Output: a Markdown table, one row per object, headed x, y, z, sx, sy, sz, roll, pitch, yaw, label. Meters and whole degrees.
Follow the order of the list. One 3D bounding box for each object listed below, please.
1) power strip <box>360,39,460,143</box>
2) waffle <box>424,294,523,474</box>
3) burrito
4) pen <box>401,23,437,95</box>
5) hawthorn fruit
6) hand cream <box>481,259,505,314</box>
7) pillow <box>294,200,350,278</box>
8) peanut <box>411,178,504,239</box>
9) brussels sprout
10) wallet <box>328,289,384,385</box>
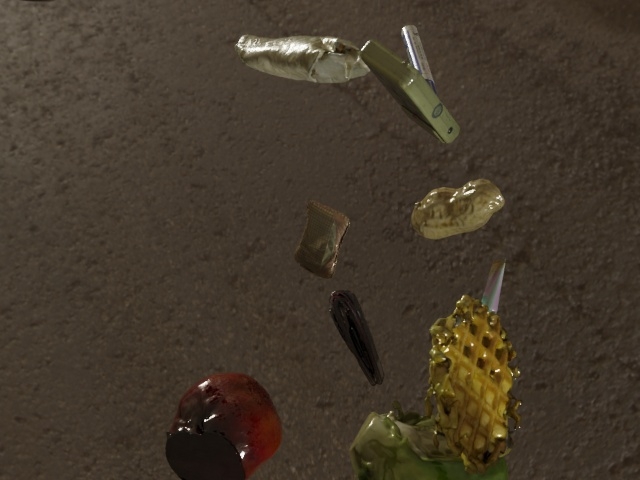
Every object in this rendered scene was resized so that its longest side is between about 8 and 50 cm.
| x | y | z | sx | sy | sz | roll | pitch | yaw | label |
| --- | --- | --- | --- | --- | --- | --- | --- | --- | --- |
| 0.101 | -0.154 | 0.672 | 0.028 | 0.169 | 0.076 | -50 | 59 | 8 | power strip |
| 0.266 | 0.235 | 1.046 | 0.262 | 0.060 | 0.281 | -15 | 89 | -45 | waffle |
| -0.042 | -0.268 | 0.908 | 0.275 | 0.082 | 0.059 | 24 | 88 | 47 | burrito |
| 0.137 | -0.235 | 0.855 | 0.025 | 0.025 | 0.204 | -4 | 48 | 0 | pen |
| -0.150 | 0.329 | 1.090 | 0.189 | 0.251 | 0.190 | -4 | 81 | 25 | hawthorn fruit |
| 0.481 | 0.138 | 1.741 | 0.047 | 0.076 | 0.174 | 15 | 85 | -9 | hand cream |
| 0.002 | 0.002 | 1.711 | 0.135 | 0.211 | 0.034 | 25 | 30 | 17 | pillow |
| 0.391 | -0.093 | 1.788 | 0.153 | 0.325 | 0.140 | 52 | 55 | -9 | peanut |
| 0.239 | 0.565 | 1.456 | 0.371 | 0.276 | 0.315 | 24 | 91 | 13 | brussels sprout |
| 0.102 | 0.256 | 1.666 | 0.071 | 0.221 | 0.262 | -26 | 82 | 3 | wallet |
